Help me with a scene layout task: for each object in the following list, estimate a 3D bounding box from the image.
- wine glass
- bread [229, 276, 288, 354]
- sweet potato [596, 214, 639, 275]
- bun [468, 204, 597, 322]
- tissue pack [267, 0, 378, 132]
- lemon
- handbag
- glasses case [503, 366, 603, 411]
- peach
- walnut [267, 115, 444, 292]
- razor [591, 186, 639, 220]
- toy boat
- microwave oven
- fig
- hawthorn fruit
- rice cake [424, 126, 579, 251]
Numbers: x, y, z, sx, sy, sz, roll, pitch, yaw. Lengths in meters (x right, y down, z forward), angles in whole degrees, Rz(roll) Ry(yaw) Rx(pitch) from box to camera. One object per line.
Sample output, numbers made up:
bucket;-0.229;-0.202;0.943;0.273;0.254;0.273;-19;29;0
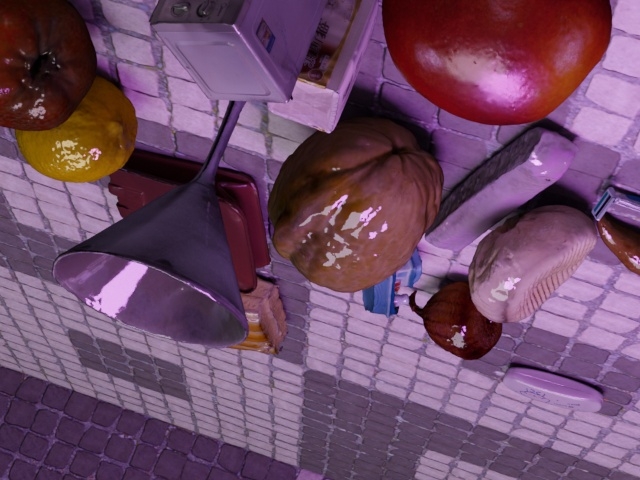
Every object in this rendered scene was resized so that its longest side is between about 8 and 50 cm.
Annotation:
wine glass;-0.147;-0.086;1.620;0.267;0.406;0.267;18;156;8
bread;-0.195;0.143;2.536;0.246;0.111;0.239;11;158;14
sweet potato;0.511;0.043;1.796;0.274;0.067;0.067;32;155;-7
bun;0.293;0.020;1.785;0.127;0.222;0.222;48;166;22
tissue pack;0.000;-0.229;1.510;0.099;0.148;0.106;20;156;3
lemon;-0.378;-0.176;1.910;0.193;0.180;0.180;-27;133;30
handbag;-0.231;-0.036;2.159;0.276;0.084;0.260;15;145;19
glasses case;0.455;0.292;2.410;0.197;0.049;0.076;15;157;11
peach;0.178;-0.235;1.292;0.244;0.199;0.243;17;146;12
walnut;0.052;-0.056;1.756;0.283;0.227;0.283;-23;162;-8
razor;0.477;-0.030;1.700;0.191;0.037;0.068;18;153;0
toy boat;0.123;0.069;2.147;0.098;0.109;0.238;-14;157;-6
microwave oven;-0.085;-0.280;1.398;0.129;0.205;0.163;7;152;28
fig;0.214;0.130;2.167;0.201;0.133;0.146;14;148;36
hawthorn fruit;-0.445;-0.262;1.754;0.262;0.210;0.210;17;162;48
rice cake;0.249;-0.065;1.776;0.070;0.064;0.399;19;158;-12
